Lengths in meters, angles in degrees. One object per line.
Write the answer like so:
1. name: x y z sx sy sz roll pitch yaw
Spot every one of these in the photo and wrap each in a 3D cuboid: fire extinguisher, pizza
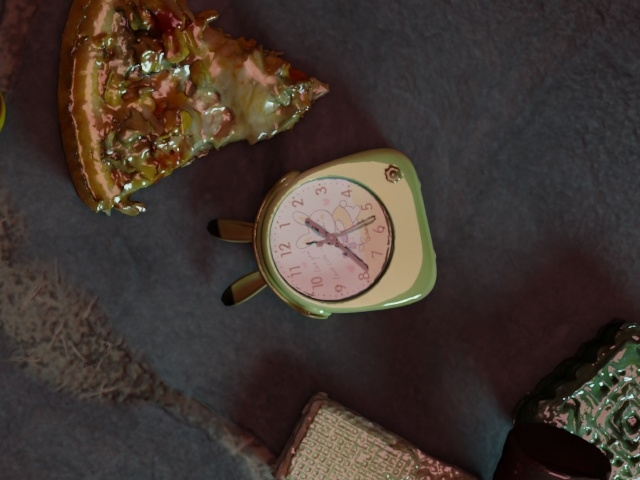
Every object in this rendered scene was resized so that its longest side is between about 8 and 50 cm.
1. fire extinguisher: 0.209 0.366 1.858 0.135 0.114 0.337 24 112 17
2. pizza: -0.159 -0.132 1.872 0.288 0.074 0.251 24 90 -4

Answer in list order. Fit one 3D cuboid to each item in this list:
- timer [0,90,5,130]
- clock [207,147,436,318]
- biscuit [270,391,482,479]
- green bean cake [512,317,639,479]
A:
1. timer: -0.385 -0.130 1.848 0.107 0.109 0.107 11 63 -21
2. clock: 0.000 0.000 1.889 0.232 0.069 0.170 -11 92 -5
3. biscuit: 0.074 0.261 1.901 0.239 0.062 0.108 29 87 -6
4. green bean cake: 0.326 0.198 1.911 0.181 0.094 0.173 -41 93 -5
